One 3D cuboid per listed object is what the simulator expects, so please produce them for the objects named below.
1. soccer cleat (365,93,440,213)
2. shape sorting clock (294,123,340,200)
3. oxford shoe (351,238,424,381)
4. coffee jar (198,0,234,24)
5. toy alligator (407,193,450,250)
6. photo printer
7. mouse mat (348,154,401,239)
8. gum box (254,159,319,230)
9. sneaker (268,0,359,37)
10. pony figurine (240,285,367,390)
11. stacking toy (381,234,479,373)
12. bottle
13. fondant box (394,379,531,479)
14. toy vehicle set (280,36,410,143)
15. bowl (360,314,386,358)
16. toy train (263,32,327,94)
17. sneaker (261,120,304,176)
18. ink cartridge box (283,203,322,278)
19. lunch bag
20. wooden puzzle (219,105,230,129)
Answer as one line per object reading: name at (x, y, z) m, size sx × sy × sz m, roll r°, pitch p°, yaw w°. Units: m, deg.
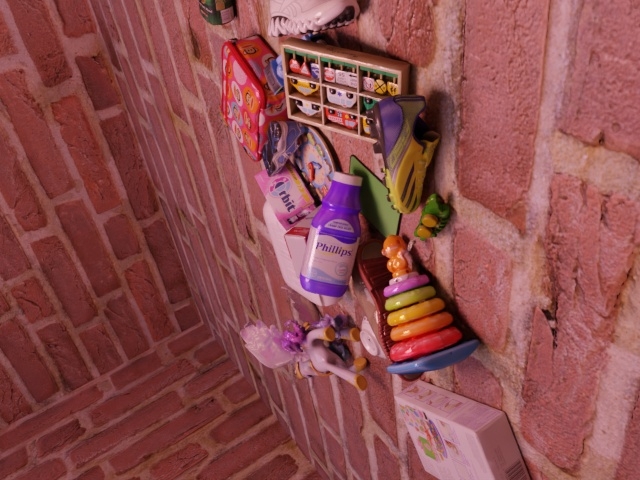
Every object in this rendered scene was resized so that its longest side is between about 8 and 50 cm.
soccer cleat at (0.167, -0.147, 1.092) m, size 0.289 × 0.121 × 0.094 m, roll 65°, pitch -165°, yaw -51°
shape sorting clock at (-0.017, -0.193, 1.503) m, size 0.206 × 0.040 × 0.206 m, roll 46°, pitch 152°, yaw 33°
oxford shoe at (0.163, 0.168, 1.437) m, size 0.130 × 0.122 × 0.349 m, roll 157°, pitch 96°, yaw -71°
coffee jar at (-0.266, -0.643, 1.484) m, size 0.096 × 0.079 × 0.185 m, roll 49°, pitch 153°, yaw 30°
toy alligator at (0.219, -0.028, 1.174) m, size 0.051 × 0.056 × 0.190 m, roll 16°, pitch 147°, yaw 3°
photo printer at (-0.054, 0.013, 1.726) m, size 0.256 × 0.107 × 0.308 m, roll 25°, pitch 137°, yaw 55°
mouse mat at (0.121, -0.092, 1.364) m, size 0.190 × 0.007 × 0.153 m, roll 47°, pitch 153°, yaw 31°
gum box at (-0.089, -0.125, 1.585) m, size 0.188 × 0.107 × 0.062 m, roll 60°, pitch -176°, yaw 34°
sneaker at (-0.029, -0.464, 1.156) m, size 0.292 × 0.110 × 0.119 m, roll 26°, pitch 129°, yaw 55°
pony figurine at (-0.033, 0.328, 1.884) m, size 0.363 × 0.302 × 0.351 m, roll -18°, pitch 108°, yaw 52°
stacking toy at (0.198, 0.131, 1.296) m, size 0.165 × 0.175 × 0.302 m, roll -37°, pitch 70°, yaw 65°
bottle at (0.033, -0.015, 1.367) m, size 0.092 × 0.118 × 0.283 m, roll -122°, pitch 45°, yaw -75°
fondant box at (0.339, 0.493, 1.436) m, size 0.330 × 0.096 × 0.239 m, roll 0°, pitch 115°, yaw 64°
toy vehicle set at (0.045, -0.286, 1.148) m, size 0.266 × 0.035 × 0.166 m, roll 22°, pitch 139°, yaw 27°
bowl at (0.158, 0.255, 1.578) m, size 0.170 × 0.080 × 0.170 m, roll 48°, pitch 154°, yaw 33°
toy train at (-0.050, -0.379, 1.279) m, size 0.080 × 0.105 × 0.184 m, roll 64°, pitch 158°, yaw -6°
sneaker at (-0.097, -0.228, 1.504) m, size 0.080 × 0.081 × 0.211 m, roll 69°, pitch 157°, yaw 16°
ink cartridge box at (0.000, 0.000, 1.497) m, size 0.072 × 0.175 × 0.128 m, roll 4°, pitch 122°, yaw 38°
lunch bag at (-0.179, -0.381, 1.555) m, size 0.258 × 0.120 × 0.293 m, roll 57°, pitch 156°, yaw 23°
wooden puzzle at (-0.317, -0.402, 1.957) m, size 0.083 × 0.006 × 0.049 m, roll 64°, pitch 157°, yaw -4°
